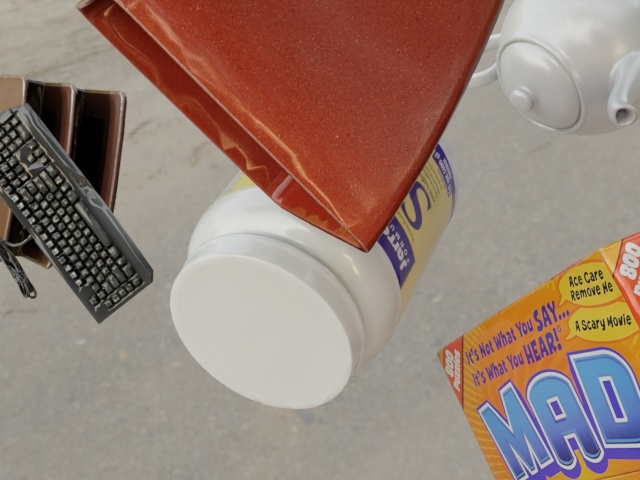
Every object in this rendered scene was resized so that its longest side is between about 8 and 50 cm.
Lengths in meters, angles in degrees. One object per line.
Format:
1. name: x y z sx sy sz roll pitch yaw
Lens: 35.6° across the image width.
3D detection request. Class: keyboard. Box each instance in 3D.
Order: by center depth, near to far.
1. keyboard: -0.393 -0.018 1.394 0.201 0.317 0.033 -38 -1 19

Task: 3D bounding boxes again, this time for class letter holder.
1. letter holder: -0.434 -0.106 1.618 0.152 0.302 0.214 6 5 -35

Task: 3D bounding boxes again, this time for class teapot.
1. teapot: 0.322 -0.234 1.331 0.187 0.256 0.252 -38 80 -17

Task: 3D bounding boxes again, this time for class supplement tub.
1. supplement tub: 0.000 0.000 1.114 0.241 0.241 0.331 5 38 24

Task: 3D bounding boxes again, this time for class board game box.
1. board game box: 0.398 0.167 0.974 0.356 0.356 0.356 -19 77 -22

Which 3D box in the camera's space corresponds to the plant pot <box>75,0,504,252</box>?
1. plant pot: -0.012 -0.182 0.816 0.236 0.267 0.267 -47 20 -5
